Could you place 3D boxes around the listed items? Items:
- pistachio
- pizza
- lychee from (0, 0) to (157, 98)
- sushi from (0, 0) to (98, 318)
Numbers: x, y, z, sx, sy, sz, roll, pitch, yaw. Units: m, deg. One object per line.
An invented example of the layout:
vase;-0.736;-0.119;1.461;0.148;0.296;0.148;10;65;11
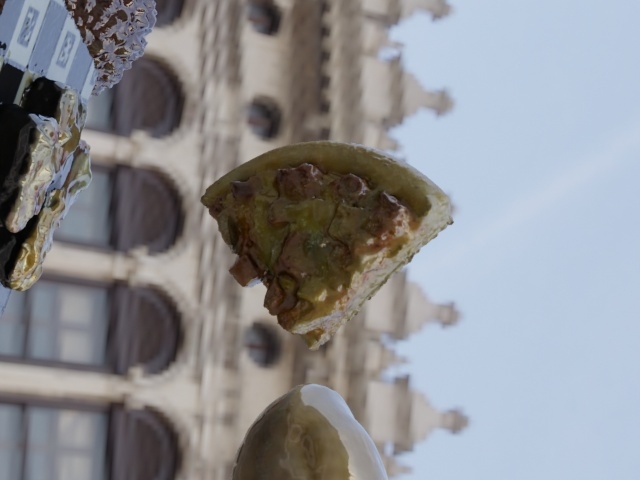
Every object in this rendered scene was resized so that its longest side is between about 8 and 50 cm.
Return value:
pistachio;-0.003;0.274;1.856;0.162;0.181;0.293;1;-54;23
pizza;0.000;-0.001;1.175;0.175;0.046;0.134;-7;-105;29
lychee;-0.239;-0.203;1.533;0.188;0.188;0.188;-16;-111;50
sushi;-0.154;-0.037;1.018;0.210;0.040;0.192;73;36;-78
